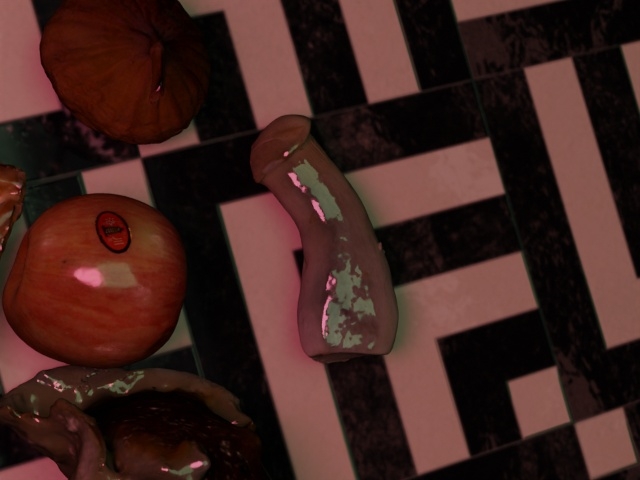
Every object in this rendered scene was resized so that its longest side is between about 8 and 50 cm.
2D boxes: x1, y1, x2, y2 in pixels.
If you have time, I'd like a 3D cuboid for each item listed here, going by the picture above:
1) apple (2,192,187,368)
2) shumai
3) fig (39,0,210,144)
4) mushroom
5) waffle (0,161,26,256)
[{"bbox_3d":[-0.181,0.033,1.326,0.131,0.146,0.146,9,79,-23],"label":"apple"},{"bbox_3d":[-0.119,0.236,1.310,0.330,0.292,0.288,21,38,-25],"label":"shumai"},{"bbox_3d":[-0.150,-0.154,1.342,0.146,0.201,0.133,26,82,-9],"label":"fig"},{"bbox_3d":[0.004,-0.002,1.437,0.092,0.081,0.223,-17,90,0],"label":"mushroom"},{"bbox_3d":[-0.363,0.058,1.282,0.213,0.091,0.308,19,76,-18],"label":"waffle"}]
